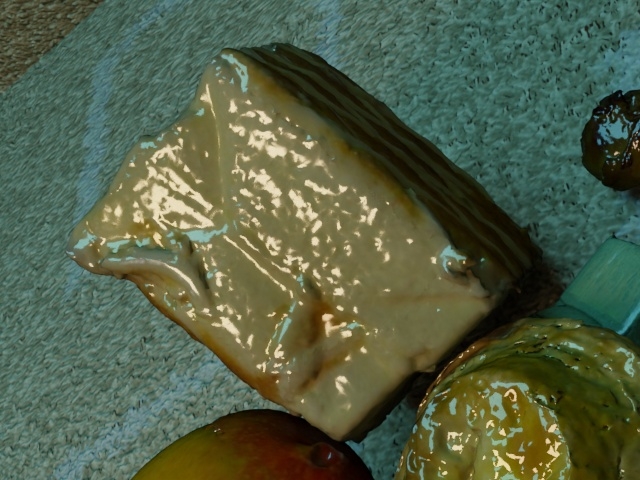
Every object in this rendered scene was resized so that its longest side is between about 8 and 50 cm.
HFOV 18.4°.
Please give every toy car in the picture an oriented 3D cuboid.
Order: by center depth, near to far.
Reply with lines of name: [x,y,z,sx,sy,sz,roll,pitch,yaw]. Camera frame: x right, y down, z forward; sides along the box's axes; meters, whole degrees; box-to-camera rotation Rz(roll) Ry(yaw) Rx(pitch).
toy car: [0.235,0.140,1.933,0.320,0.097,0.141,-54,29,0]

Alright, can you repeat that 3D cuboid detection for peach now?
peach: [-0.081,0.343,1.964,0.372,0.290,0.372,18,-90,-84]

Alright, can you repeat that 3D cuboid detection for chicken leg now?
chicken leg: [0.378,-0.115,2.034,0.251,0.087,0.107,-11,70,43]

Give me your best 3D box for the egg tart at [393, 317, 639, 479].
egg tart: [0.183,0.222,1.790,0.341,0.129,0.341,-10,72,35]

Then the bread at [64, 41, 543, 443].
bread: [0.000,0.000,2.035,0.279,0.390,0.371,-54,-5,14]
